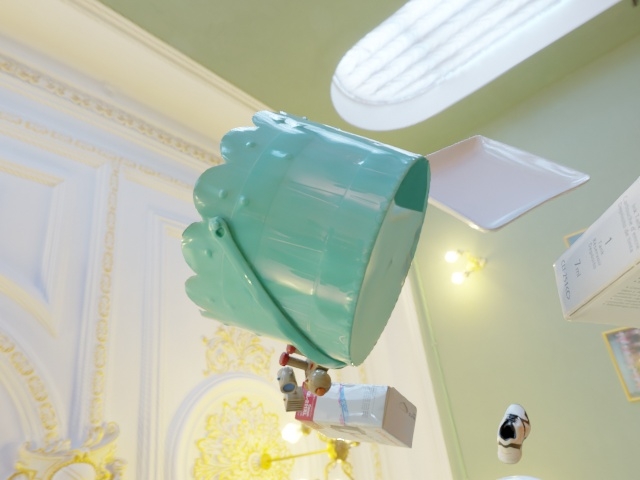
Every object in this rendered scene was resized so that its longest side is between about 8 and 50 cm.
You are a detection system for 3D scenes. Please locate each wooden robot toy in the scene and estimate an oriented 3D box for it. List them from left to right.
[{"bbox_3d":[-0.018,0.196,0.685,0.076,0.173,0.079,18,-155,-23],"label":"wooden robot toy"}]

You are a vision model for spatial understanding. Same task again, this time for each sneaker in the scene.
[{"bbox_3d":[0.289,0.279,0.712,0.109,0.040,0.043,-41,-59,-54],"label":"sneaker"}]

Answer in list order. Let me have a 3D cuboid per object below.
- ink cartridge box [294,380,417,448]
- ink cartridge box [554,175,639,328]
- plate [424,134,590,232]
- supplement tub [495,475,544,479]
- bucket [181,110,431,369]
[{"bbox_3d":[0.064,0.306,0.840,0.127,0.175,0.072,47,-133,-41],"label":"ink cartridge box"},{"bbox_3d":[0.363,-0.003,0.312,0.296,0.261,0.066,7,-120,-1],"label":"ink cartridge box"},{"bbox_3d":[0.314,-0.111,0.925,0.277,0.278,0.045,-24,-52,-24],"label":"plate"},{"bbox_3d":[0.389,0.599,0.796,0.325,0.235,0.235,55,-146,-7],"label":"supplement tub"},{"bbox_3d":[0.000,0.000,0.547,0.281,0.183,0.281,-52,-28,-42],"label":"bucket"}]
